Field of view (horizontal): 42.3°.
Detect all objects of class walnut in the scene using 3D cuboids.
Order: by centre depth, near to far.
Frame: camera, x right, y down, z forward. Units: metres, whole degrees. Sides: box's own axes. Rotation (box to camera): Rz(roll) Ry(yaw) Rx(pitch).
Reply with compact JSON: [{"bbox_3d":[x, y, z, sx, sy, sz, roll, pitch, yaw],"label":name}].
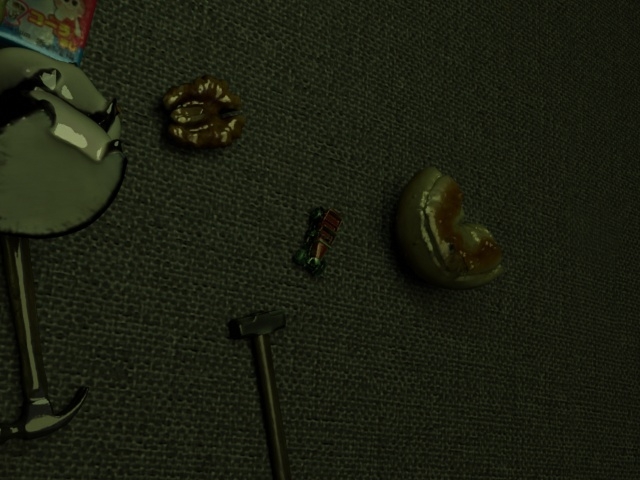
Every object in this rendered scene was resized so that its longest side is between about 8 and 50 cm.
[{"bbox_3d":[-0.229,-0.243,1.593,0.170,0.069,0.143,-9,89,-37],"label":"walnut"}]

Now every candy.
[{"bbox_3d":[-0.469,-0.441,1.423,0.157,0.100,0.306,21,69,-33],"label":"candy"}]

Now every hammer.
[{"bbox_3d":[-0.486,0.101,1.347,0.168,0.044,0.440,-8,87,-38],"label":"hammer"},{"bbox_3d":[-0.097,0.321,1.614,0.111,0.043,0.366,-8,89,-39],"label":"hammer"}]

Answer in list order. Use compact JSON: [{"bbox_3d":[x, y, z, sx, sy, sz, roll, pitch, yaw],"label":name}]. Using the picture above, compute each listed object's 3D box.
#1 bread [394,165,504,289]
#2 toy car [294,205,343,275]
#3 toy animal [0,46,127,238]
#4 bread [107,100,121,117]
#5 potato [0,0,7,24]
[{"bbox_3d":[0.272,0.010,1.873,0.314,0.171,0.192,46,61,-20],"label":"bread"},{"bbox_3d":[0.000,0.000,1.737,0.073,0.054,0.143,36,61,-27],"label":"toy car"},{"bbox_3d":[-0.438,-0.164,1.269,0.250,0.310,0.251,-10,123,-16],"label":"toy animal"},{"bbox_3d":[-0.409,-0.214,1.468,0.094,0.035,0.090,21,69,-33],"label":"bread"},{"bbox_3d":[-0.605,-0.379,1.256,0.251,0.159,0.174,3,55,-11],"label":"potato"}]
